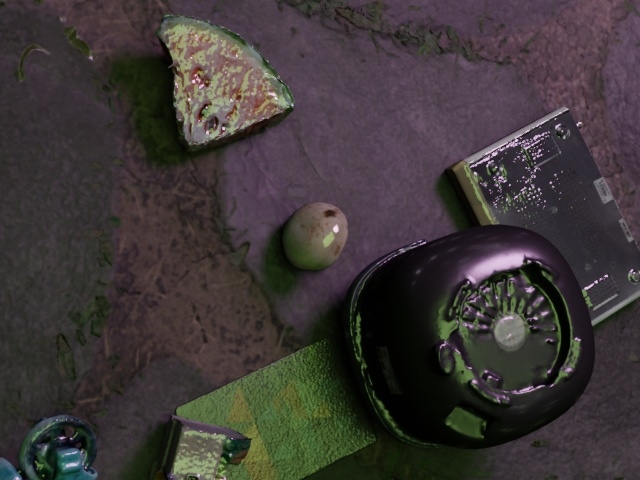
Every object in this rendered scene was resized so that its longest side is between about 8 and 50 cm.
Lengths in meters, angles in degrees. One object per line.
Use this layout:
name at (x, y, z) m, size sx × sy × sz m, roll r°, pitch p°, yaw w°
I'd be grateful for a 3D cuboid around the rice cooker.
rice cooker at (0.166, 0.111, 1.236) m, size 0.267 × 0.224 × 0.267 m, roll 2°, pitch 84°, yaw -19°

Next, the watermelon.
watermelon at (-0.131, -0.168, 1.251) m, size 0.187 × 0.071 × 0.139 m, roll 34°, pitch 80°, yaw -22°

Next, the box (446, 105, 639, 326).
box at (0.303, -0.018, 1.398) m, size 0.211 × 0.045 × 0.270 m, roll -27°, pitch 93°, yaw -20°

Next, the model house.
model house at (-0.130, 0.249, 1.171) m, size 0.088 × 0.101 × 0.100 m, roll 17°, pitch 82°, yaw -15°

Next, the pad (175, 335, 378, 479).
pad at (-0.047, 0.214, 1.261) m, size 0.211 × 0.003 × 0.143 m, roll -24°, pitch 91°, yaw -21°

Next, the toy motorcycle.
toy motorcycle at (-0.312, 0.311, 1.086) m, size 0.260 × 0.154 × 0.206 m, roll -34°, pitch 118°, yaw -25°

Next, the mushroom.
mushroom at (0.000, 0.000, 1.277) m, size 0.079 × 0.085 × 0.085 m, roll 38°, pitch 68°, yaw -48°
